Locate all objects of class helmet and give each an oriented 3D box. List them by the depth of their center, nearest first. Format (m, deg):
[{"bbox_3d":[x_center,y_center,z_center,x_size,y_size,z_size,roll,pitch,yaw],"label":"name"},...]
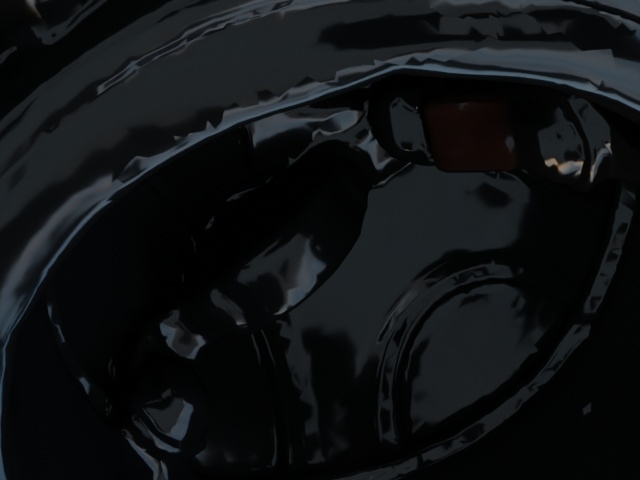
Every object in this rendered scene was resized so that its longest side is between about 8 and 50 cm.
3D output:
[{"bbox_3d":[0.000,0.000,0.442,0.230,0.279,0.160,-42,-146,14],"label":"helmet"}]
